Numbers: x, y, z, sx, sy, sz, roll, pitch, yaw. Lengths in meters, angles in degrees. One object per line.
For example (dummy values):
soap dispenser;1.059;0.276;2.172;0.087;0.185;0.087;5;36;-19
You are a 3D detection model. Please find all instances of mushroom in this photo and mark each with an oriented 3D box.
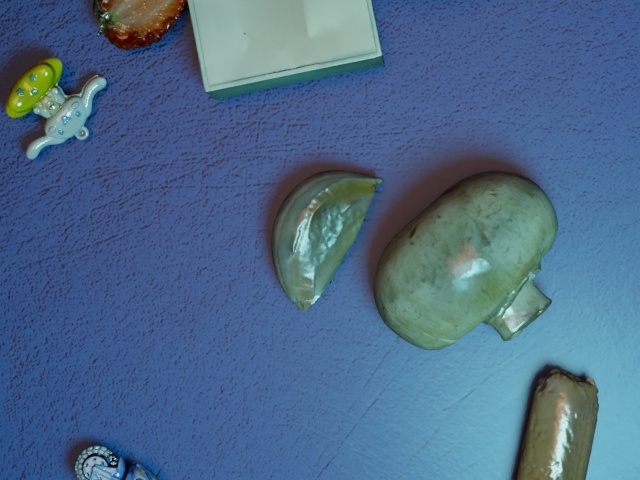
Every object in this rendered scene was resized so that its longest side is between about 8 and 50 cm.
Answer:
mushroom;0.183;0.038;1.637;0.253;0.189;0.195;-43;85;11

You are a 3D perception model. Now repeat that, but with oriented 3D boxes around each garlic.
garlic;-0.009;-0.013;1.707;0.101;0.087;0.196;27;89;-8

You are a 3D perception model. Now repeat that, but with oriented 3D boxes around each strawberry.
strawberry;-0.222;-0.302;1.747;0.152;0.048;0.104;-26;80;-9

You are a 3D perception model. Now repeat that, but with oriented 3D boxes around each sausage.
sausage;0.283;0.303;1.676;0.086;0.086;0.289;11;90;5

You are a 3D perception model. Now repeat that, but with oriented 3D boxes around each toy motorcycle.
toy motorcycle;-0.251;0.360;1.733;0.114;0.076;0.205;-6;90;-2

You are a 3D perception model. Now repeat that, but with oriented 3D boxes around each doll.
doll;-0.350;-0.167;1.754;0.113;0.071;0.135;19;98;-13

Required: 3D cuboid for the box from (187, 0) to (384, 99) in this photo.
box;-0.042;-0.266;1.709;0.225;0.086;0.130;-11;88;5
